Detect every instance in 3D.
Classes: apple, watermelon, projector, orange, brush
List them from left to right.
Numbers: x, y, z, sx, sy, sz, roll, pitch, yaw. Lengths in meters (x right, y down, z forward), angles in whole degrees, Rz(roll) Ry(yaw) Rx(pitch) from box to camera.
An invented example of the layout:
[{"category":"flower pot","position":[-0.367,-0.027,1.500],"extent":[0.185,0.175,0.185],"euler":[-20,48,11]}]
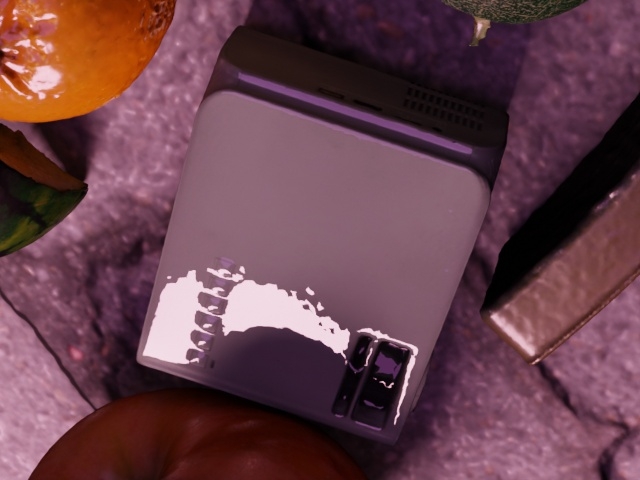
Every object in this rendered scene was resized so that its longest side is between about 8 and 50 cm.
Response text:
[{"category":"watermelon","position":[-0.283,-0.073,0.927],"extent":[0.123,0.129,0.301],"euler":[-40,123,21]},{"category":"orange","position":[-0.188,-0.166,0.883],"extent":[0.193,0.161,0.193],"euler":[3,116,6]},{"category":"apple","position":[-0.070,0.201,1.052],"extent":[0.293,0.163,0.251],"euler":[-1,131,28]},{"category":"projector","position":[0.000,0.000,0.972],"extent":[0.198,0.108,0.250],"euler":[18,120,1]},{"category":"brush","position":[0.185,-0.017,0.913],"extent":[0.059,0.123,0.197],"euler":[36,119,-6]}]

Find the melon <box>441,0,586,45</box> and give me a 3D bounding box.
[{"category":"melon","position":[0.116,-0.241,0.767],"extent":[0.182,0.182,0.287],"euler":[11,120,5]}]
